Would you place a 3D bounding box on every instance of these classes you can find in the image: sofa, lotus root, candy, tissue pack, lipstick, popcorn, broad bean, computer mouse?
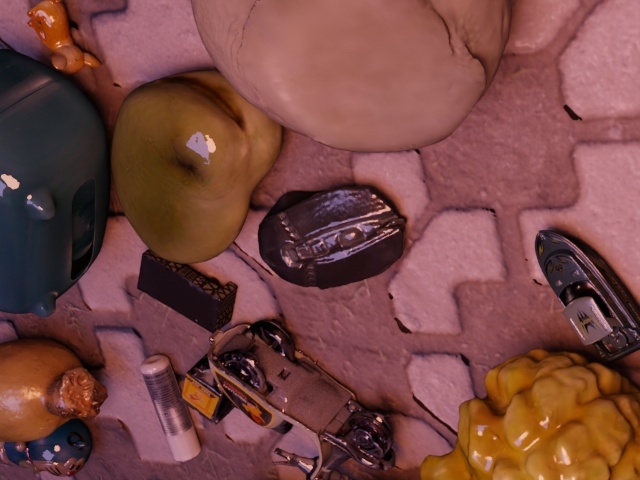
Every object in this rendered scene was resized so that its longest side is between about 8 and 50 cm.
[{"bbox_3d":[-0.157,0.054,1.405,0.118,0.039,0.060,28,130,18],"label":"sofa"},{"bbox_3d":[-0.409,0.198,1.595,0.303,0.146,0.130,-12,110,43],"label":"lotus root"},{"bbox_3d":[0.026,-0.203,1.004,0.296,0.185,0.295,9,144,6],"label":"candy"},{"bbox_3d":[-0.342,-0.054,1.352,0.206,0.198,0.287,36,141,15],"label":"tissue pack"},{"bbox_3d":[-0.191,0.213,1.522,0.040,0.040,0.141,-1,114,36],"label":"lipstick"},{"bbox_3d":[0.230,0.241,1.122,0.258,0.224,0.270,41,144,32],"label":"popcorn"},{"bbox_3d":[-0.150,-0.076,1.269,0.189,0.121,0.263,48,135,7],"label":"broad bean"},{"bbox_3d":[0.000,0.000,1.245,0.192,0.062,0.105,-12,109,41],"label":"computer mouse"}]

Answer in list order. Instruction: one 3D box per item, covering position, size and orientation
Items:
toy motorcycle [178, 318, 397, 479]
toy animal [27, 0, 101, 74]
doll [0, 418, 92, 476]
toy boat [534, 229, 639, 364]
[{"bbox_3d":[-0.031,0.196,1.367,0.263,0.091,0.157,33,135,14],"label":"toy motorcycle"},{"bbox_3d":[-0.282,-0.223,1.319,0.083,0.060,0.081,56,134,6],"label":"toy animal"},{"bbox_3d":[-0.378,0.286,1.663,0.152,0.114,0.085,-9,78,33],"label":"doll"},{"bbox_3d":[0.245,0.046,1.104,0.141,0.060,0.055,54,134,1],"label":"toy boat"}]
